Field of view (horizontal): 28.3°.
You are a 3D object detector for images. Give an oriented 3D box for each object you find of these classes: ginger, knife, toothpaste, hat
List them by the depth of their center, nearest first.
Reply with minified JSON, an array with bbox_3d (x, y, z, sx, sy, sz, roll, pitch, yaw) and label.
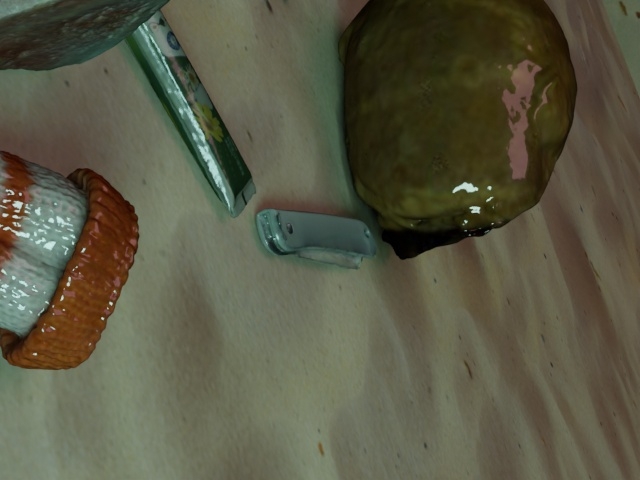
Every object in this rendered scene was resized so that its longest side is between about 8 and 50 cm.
[{"bbox_3d":[-0.172,-0.012,0.611,0.162,0.093,0.112,26,34,-29],"label":"hat"},{"bbox_3d":[-0.100,-0.109,0.868,0.204,0.031,0.049,61,28,-18],"label":"toothpaste"},{"bbox_3d":[0.000,0.000,0.982,0.162,0.023,0.044,6,69,-62],"label":"knife"},{"bbox_3d":[0.119,-0.134,1.114,0.223,0.200,0.269,64,25,-11],"label":"ginger"}]

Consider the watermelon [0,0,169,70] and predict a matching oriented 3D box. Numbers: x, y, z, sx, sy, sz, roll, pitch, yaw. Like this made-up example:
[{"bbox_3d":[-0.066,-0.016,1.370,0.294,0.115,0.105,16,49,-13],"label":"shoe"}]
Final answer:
[{"bbox_3d":[-0.163,-0.213,0.664,0.201,0.261,0.213,-17,88,-37],"label":"watermelon"}]
